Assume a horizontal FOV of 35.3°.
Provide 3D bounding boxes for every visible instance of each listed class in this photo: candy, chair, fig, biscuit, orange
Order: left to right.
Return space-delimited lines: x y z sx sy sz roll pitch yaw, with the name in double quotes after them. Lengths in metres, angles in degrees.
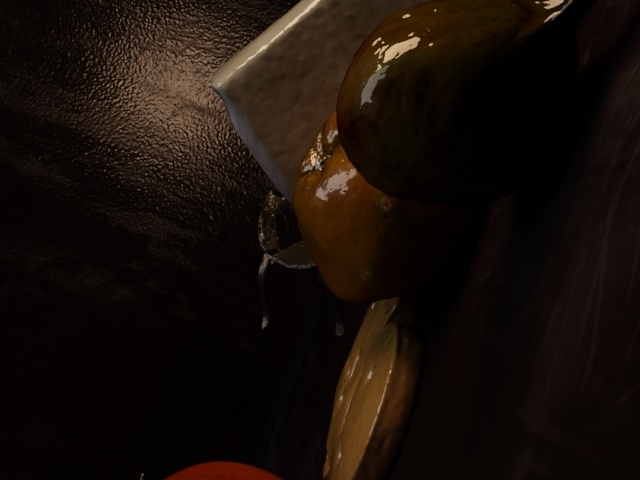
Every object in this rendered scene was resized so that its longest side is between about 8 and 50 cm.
0.000 0.000 1.351 0.149 0.174 0.213 -26 -67 -54 "chair"
0.047 -0.222 1.247 0.359 0.208 0.145 -39 13 5 "candy"
0.056 0.178 1.186 0.355 0.052 0.275 -79 10 -76 "biscuit"
0.063 -0.042 1.097 0.249 0.183 0.249 -159 90 -82 "orange"
0.151 -0.121 0.804 0.290 0.191 0.190 -6 58 46 "fig"

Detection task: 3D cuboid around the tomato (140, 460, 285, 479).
-0.100 0.359 1.037 0.224 0.256 0.256 65 -138 -71 "tomato"
